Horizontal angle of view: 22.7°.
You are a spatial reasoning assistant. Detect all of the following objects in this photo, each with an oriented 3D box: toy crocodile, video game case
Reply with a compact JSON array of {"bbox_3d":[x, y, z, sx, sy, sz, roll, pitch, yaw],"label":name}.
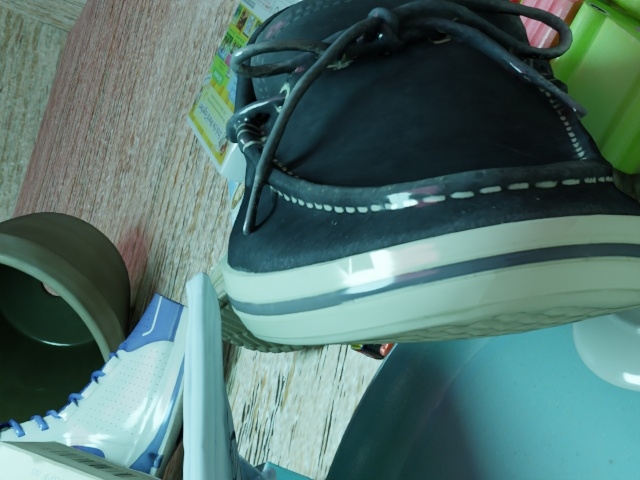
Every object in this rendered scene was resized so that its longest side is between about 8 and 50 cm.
[{"bbox_3d":[0.144,-0.141,0.947,0.115,0.105,0.340,-60,20,25],"label":"toy crocodile"},{"bbox_3d":[-0.053,-0.171,1.408,0.206,0.026,0.227,-64,18,10],"label":"video game case"}]

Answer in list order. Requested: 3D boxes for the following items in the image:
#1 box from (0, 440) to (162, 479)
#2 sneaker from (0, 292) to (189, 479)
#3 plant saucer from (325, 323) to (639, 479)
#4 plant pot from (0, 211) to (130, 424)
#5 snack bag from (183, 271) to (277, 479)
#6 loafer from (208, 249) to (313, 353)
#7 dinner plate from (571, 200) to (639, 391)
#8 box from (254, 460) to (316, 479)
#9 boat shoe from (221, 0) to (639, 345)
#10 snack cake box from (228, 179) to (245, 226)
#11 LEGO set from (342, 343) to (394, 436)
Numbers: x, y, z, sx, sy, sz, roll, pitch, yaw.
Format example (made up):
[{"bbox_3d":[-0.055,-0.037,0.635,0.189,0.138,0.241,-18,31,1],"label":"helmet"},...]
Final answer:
[{"bbox_3d":[-0.237,0.338,1.353,0.121,0.148,0.311,26,-100,-74],"label":"box"},{"bbox_3d":[-0.229,0.185,1.488,0.127,0.182,0.315,87,-158,-79],"label":"sneaker"},{"bbox_3d":[0.089,0.144,0.822,0.317,0.044,0.317,-45,31,37],"label":"plant saucer"},{"bbox_3d":[-0.353,0.106,1.877,0.323,0.323,0.280,-60,2,24],"label":"plant pot"},{"bbox_3d":[-0.035,0.225,0.871,0.323,0.037,0.342,-97,0,-61],"label":"snack bag"},{"bbox_3d":[0.000,0.000,1.233,0.268,0.102,0.092,-38,31,41],"label":"loafer"},{"bbox_3d":[0.173,0.008,0.730,0.141,0.017,0.141,-30,31,20],"label":"dinner plate"},{"bbox_3d":[-0.071,0.238,1.204,0.244,0.060,0.100,-32,39,62],"label":"box"},{"bbox_3d":[0.036,-0.052,0.801,0.500,0.187,0.156,-120,24,-78],"label":"boat shoe"},{"bbox_3d":[-0.016,-0.116,1.423,0.152,0.089,0.264,-59,19,23],"label":"snack cake box"},{"bbox_3d":[0.036,0.131,1.025,0.182,0.060,0.244,-44,29,45],"label":"LEGO set"}]
